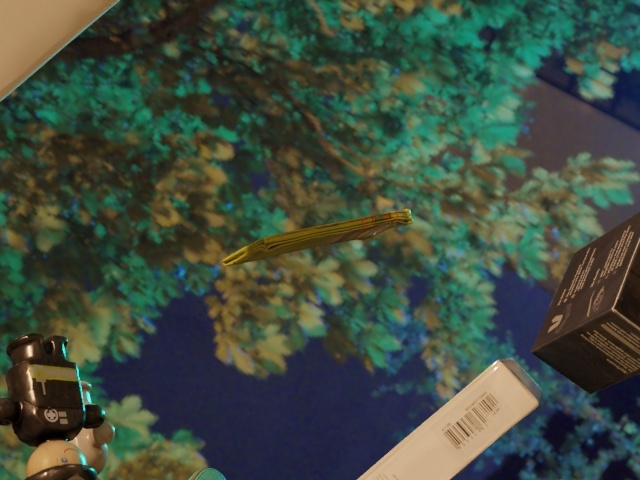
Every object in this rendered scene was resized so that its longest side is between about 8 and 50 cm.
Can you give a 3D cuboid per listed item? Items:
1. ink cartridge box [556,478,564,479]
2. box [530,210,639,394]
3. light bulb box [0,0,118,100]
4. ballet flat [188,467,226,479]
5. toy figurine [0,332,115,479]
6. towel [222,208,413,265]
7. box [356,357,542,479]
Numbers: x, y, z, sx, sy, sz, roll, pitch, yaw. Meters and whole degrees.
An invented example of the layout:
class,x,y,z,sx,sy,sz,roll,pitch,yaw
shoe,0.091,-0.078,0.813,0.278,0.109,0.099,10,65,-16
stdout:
class,x,y,z,sx,sy,sz,roll,pitch,yaw
ink cartridge box,0.215,0.479,1.473,0.354,0.207,0.119,-18,-61,-6
box,0.334,0.067,1.225,0.156,0.093,0.158,-59,8,-31
light bulb box,-0.298,-0.299,0.787,0.358,0.225,0.361,-50,-63,-31
ballet flat,-0.177,0.422,1.583,0.083,0.247,0.087,35,-75,-17
toy figurine,-0.283,0.193,0.946,0.213,0.148,0.209,-14,-25,-8
towel,0.000,0.000,1.385,0.237,0.021,0.102,-11,-11,-37
box,0.115,0.209,1.096,0.232,0.058,0.322,-41,-13,5
